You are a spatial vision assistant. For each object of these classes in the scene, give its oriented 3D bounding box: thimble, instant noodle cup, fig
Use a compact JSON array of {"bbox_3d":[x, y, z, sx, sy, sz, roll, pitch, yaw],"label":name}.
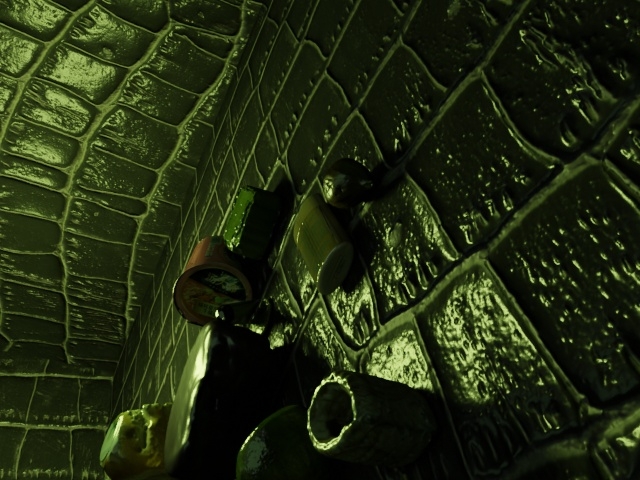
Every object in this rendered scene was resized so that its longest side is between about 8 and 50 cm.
[{"bbox_3d":[0.078,0.281,0.999,0.190,0.143,0.137,-16,59,63],"label":"thimble"},{"bbox_3d":[-0.328,0.111,2.007,0.255,0.244,0.244,-98,32,-63],"label":"instant noodle cup"},{"bbox_3d":[-0.036,0.438,1.189,0.235,0.203,0.203,41,120,22],"label":"fig"},{"bbox_3d":[0.070,-0.120,1.377,0.154,0.103,0.109,24,133,57],"label":"fig"}]

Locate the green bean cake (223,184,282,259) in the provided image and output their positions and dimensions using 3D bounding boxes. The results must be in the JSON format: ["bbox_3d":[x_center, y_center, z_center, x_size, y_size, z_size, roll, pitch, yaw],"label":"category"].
[{"bbox_3d":[-0.212,-0.059,1.964,0.214,0.113,0.200,-70,23,4],"label":"green bean cake"}]

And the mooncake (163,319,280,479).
[{"bbox_3d":[-0.247,0.398,1.582,0.350,0.212,0.381,0,70,66],"label":"mooncake"}]

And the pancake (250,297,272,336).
[{"bbox_3d":[-0.167,0.228,1.771,0.129,0.022,0.116,-58,27,31],"label":"pancake"}]

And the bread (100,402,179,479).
[{"bbox_3d":[-0.606,0.705,2.150,0.395,0.264,0.239,-46,38,46],"label":"bread"}]

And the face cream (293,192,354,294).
[{"bbox_3d":[0.000,0.000,1.486,0.139,0.067,0.285,-64,24,18],"label":"face cream"}]

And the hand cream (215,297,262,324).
[{"bbox_3d":[-0.222,0.198,1.738,0.086,0.055,0.235,-59,-14,6],"label":"hand cream"}]
